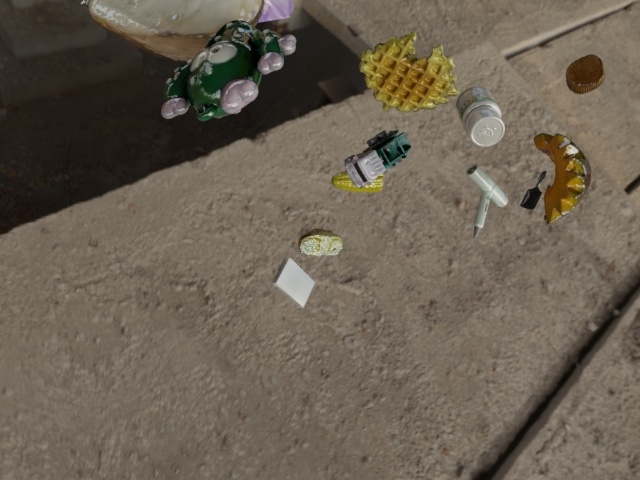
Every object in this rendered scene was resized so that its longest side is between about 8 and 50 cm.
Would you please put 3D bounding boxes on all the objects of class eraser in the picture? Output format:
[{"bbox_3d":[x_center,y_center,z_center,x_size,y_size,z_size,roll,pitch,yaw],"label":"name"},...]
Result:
[{"bbox_3d":[-0.086,0.140,1.690,0.150,0.023,0.104,46,57,-34],"label":"eraser"}]

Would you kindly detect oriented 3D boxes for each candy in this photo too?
[{"bbox_3d":[0.136,-0.223,1.916,0.198,0.106,0.094,-5,98,-12],"label":"candy"}]

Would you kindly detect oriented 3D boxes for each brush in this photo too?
[{"bbox_3d":[0.907,-0.215,2.173,0.062,0.016,0.194,22,73,32],"label":"brush"}]

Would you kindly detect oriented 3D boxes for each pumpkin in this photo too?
[{"bbox_3d":[0.637,-0.164,1.289,0.149,0.130,0.254,12,64,-21],"label":"pumpkin"}]

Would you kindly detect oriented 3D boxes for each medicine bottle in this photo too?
[{"bbox_3d":[0.562,-0.436,1.814,0.138,0.139,0.237,18,39,-11],"label":"medicine bottle"}]

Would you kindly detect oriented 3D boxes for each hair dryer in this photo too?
[{"bbox_3d":[0.436,-0.095,1.420,0.154,0.044,0.183,39,67,-22],"label":"hair dryer"}]

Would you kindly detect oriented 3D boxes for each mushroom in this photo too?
[{"bbox_3d":[-0.273,-0.493,1.182,0.397,0.313,0.225,25,89,24],"label":"mushroom"}]

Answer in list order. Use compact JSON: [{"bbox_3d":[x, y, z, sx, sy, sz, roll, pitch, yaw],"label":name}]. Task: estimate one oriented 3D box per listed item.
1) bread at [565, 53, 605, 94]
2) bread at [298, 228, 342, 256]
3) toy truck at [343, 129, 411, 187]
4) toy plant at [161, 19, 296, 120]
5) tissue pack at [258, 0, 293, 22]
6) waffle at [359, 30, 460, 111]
[{"bbox_3d":[0.608,-0.377,1.182,0.053,0.085,0.085,23,41,-60],"label":"bread"},{"bbox_3d":[0.000,0.000,1.690,0.157,0.083,0.094,11,23,-17],"label":"bread"},{"bbox_3d":[0.178,-0.246,1.496,0.216,0.116,0.110,-37,102,-26],"label":"toy truck"},{"bbox_3d":[-0.171,-0.301,0.927,0.232,0.113,0.243,17,64,40],"label":"toy plant"},{"bbox_3d":[-0.178,-0.904,1.619,0.160,0.339,0.242,-9,51,-4],"label":"tissue pack"},{"bbox_3d":[0.243,-0.443,1.402,0.250,0.261,0.056,49,47,-41],"label":"waffle"}]
